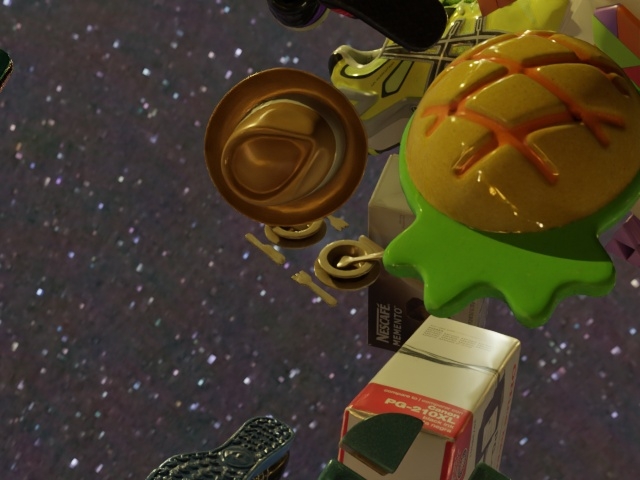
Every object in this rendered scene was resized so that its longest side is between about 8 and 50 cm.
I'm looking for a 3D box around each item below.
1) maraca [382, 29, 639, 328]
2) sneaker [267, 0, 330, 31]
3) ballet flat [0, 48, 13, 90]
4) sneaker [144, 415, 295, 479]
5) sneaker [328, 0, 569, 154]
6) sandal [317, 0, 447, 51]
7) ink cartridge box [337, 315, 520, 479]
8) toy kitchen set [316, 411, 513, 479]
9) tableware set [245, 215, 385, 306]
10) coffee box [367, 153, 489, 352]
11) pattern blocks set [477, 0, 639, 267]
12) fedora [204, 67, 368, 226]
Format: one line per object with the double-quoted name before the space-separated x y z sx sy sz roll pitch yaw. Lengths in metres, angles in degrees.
"maraca" 0.097 -0.034 0.521 0.127 0.099 0.185 3 -131 21
"sneaker" -0.020 -0.393 1.231 0.102 0.293 0.146 3 -170 9
"ballet flat" -0.507 -0.195 1.532 0.077 0.079 0.221 24 -139 -11
"sneaker" -0.107 0.266 1.121 0.081 0.090 0.232 26 -157 27
"sneaker" 0.171 -0.244 1.305 0.147 0.385 0.145 56 -153 -12
"sandal" 0.023 -0.213 0.871 0.179 0.067 0.040 33 175 -17
"ink cartridge box" 0.099 0.192 0.964 0.100 0.172 0.237 14 -160 20
"toy kitchen set" 0.049 0.226 0.673 0.166 0.122 0.207 32 -103 6
"tableware set" 0.000 0.000 1.418 0.128 0.039 0.194 -30 -132 -30
"coffee box" 0.162 0.036 1.530 0.168 0.297 0.119 13 -134 14
"pattern blocks set" 0.197 -0.089 0.668 0.026 0.325 0.285 -39 -118 -19
"fedora" -0.047 -0.094 1.167 0.194 0.194 0.079 38 -156 0
